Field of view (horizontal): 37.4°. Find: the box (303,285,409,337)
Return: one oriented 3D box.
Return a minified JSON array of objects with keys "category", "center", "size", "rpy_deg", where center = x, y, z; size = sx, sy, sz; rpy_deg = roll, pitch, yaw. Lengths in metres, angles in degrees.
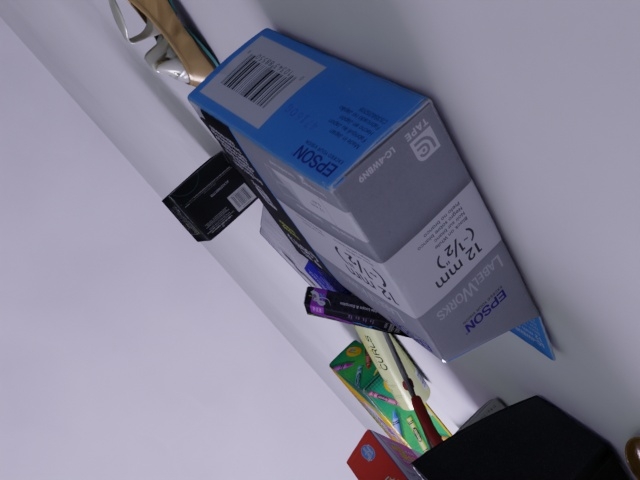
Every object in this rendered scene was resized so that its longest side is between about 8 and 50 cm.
[{"category":"box","center":[0.060,0.098,1.253],"size":[0.162,0.029,0.116],"rpy_deg":[11,169,4]}]

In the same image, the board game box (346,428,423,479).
[{"category":"board game box","center":[0.198,0.406,1.309],"size":[0.242,0.064,0.316],"rpy_deg":[30,-173,-28]}]

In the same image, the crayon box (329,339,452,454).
[{"category":"crayon box","center":[0.152,0.336,1.876],"size":[0.278,0.081,0.165],"rpy_deg":[51,169,-23]}]

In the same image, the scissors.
[{"category":"scissors","center":[0.132,0.226,1.348],"size":[0.109,0.021,0.297],"rpy_deg":[68,176,-58]}]

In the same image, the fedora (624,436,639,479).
[{"category":"fedora","center":[0.337,0.268,0.866],"size":[0.194,0.079,0.194],"rpy_deg":[45,169,11]}]

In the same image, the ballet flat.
[{"category":"ballet flat","center":[-0.189,-0.241,1.096],"size":[0.080,0.073,0.232],"rpy_deg":[38,167,42]}]

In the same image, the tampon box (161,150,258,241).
[{"category":"tampon box","center":[-0.189,-0.072,1.607],"size":[0.101,0.120,0.161],"rpy_deg":[49,170,-9]}]

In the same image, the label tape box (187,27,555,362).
[{"category":"label tape box","center":[0.053,-0.009,0.881],"size":[0.249,0.115,0.348],"rpy_deg":[35,163,49]}]

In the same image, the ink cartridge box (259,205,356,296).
[{"category":"ink cartridge box","center":[0.000,0.000,1.269],"size":[0.176,0.069,0.371],"rpy_deg":[46,167,3]}]

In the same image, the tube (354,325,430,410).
[{"category":"tube","center":[0.103,0.181,1.565],"size":[0.070,0.062,0.240],"rpy_deg":[-14,122,31]}]

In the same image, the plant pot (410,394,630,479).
[{"category":"plant pot","center":[0.248,0.292,1.064],"size":[0.187,0.167,0.188],"rpy_deg":[53,171,-33]}]

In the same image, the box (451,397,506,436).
[{"category":"box","center":[0.297,0.347,1.282],"size":[0.275,0.094,0.113],"rpy_deg":[46,171,14]}]
